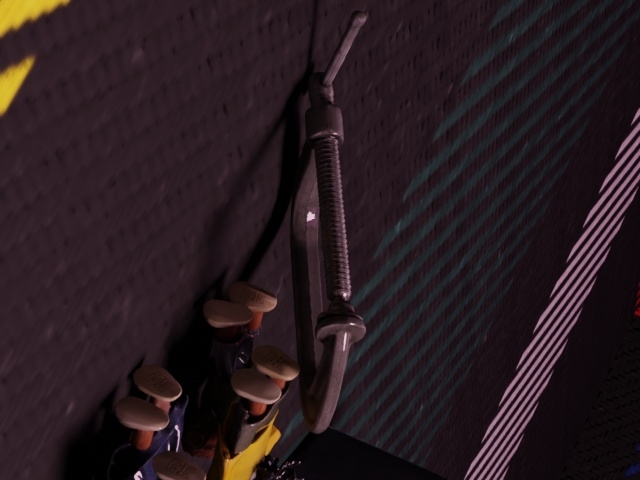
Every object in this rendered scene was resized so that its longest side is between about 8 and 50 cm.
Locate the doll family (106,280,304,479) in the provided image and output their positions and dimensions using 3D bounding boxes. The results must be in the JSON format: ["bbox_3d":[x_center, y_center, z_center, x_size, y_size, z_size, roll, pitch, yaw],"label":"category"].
[{"bbox_3d":[-0.058,0.110,0.851,0.193,0.076,0.111,-41,156,-50],"label":"doll family"}]

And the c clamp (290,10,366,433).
[{"bbox_3d":[0.000,0.000,0.868,0.137,0.022,0.160,119,-29,-63],"label":"c clamp"}]

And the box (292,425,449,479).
[{"bbox_3d":[-0.006,0.222,1.157,0.158,0.093,0.156,-43,152,-56],"label":"box"}]
